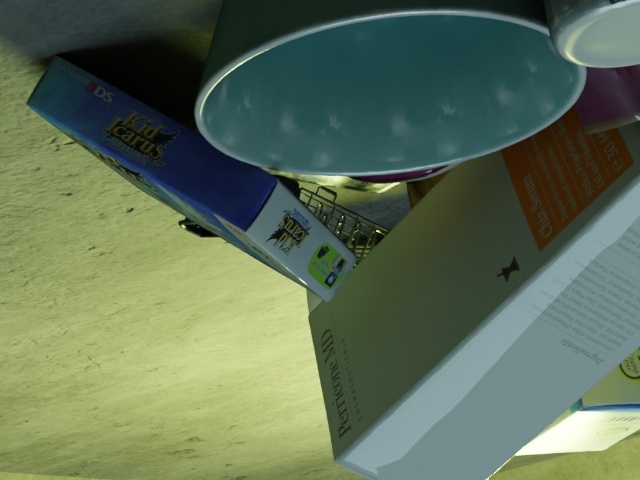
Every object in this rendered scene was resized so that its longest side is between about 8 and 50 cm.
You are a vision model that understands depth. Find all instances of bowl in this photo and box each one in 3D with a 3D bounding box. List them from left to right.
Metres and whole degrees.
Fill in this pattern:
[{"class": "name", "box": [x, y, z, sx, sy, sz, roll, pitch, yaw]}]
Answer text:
[{"class": "bowl", "box": [0.047, -0.181, 1.215, 0.312, 0.163, 0.311, -6, 161, -2]}]

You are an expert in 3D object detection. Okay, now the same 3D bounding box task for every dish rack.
[{"class": "dish rack", "box": [0.000, 0.000, 1.710, 0.272, 0.074, 0.208, 25, 169, -29]}]

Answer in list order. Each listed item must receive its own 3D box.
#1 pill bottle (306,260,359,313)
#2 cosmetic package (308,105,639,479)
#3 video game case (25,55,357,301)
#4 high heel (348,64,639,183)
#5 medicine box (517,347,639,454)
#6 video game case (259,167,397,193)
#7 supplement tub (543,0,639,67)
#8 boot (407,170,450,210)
[{"class": "pill bottle", "box": [0.123, 0.071, 1.998, 0.264, 0.146, 0.146, -11, 160, 11]}, {"class": "cosmetic package", "box": [0.197, 0.038, 1.518, 0.161, 0.230, 0.453, 28, 120, -29]}, {"class": "video game case", "box": [-0.118, -0.055, 1.448, 0.270, 0.061, 0.244, 30, 174, 24]}, {"class": "high heel", "box": [0.135, -0.168, 1.390, 0.377, 0.181, 0.127, -14, -163, 37]}, {"class": "medicine box", "box": [0.355, 0.138, 2.083, 0.149, 0.263, 0.289, -3, 161, -12]}, {"class": "video game case", "box": [0.043, -0.122, 1.581, 0.248, 0.035, 0.275, 7, 157, -35]}, {"class": "supplement tub", "box": [0.208, -0.231, 1.083, 0.117, 0.190, 0.117, -6, 160, -2]}, {"class": "boot", "box": [0.214, -0.056, 1.740, 0.211, 0.104, 0.295, -15, 170, -4]}]
